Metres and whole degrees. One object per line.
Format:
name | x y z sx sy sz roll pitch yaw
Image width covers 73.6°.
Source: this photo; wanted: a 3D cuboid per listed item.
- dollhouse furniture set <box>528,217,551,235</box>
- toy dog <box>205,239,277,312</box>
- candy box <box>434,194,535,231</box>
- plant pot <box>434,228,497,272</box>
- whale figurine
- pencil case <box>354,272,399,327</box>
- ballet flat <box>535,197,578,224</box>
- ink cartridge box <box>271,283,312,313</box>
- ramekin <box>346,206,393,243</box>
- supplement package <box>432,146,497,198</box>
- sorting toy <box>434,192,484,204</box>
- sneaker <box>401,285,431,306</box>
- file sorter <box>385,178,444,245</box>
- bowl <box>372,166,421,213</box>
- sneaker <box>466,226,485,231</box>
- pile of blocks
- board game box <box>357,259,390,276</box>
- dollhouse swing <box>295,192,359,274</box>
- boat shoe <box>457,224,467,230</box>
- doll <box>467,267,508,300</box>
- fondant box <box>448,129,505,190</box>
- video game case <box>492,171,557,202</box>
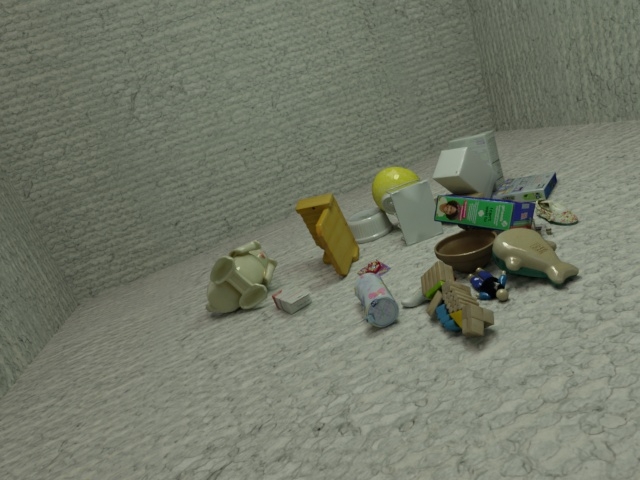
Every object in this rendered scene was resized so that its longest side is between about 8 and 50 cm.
dollhouse furniture set | 0.842 -0.041 1.663 0.091 0.081 0.114 -9 19 35
toy dog | -0.387 0.187 2.187 0.395 0.284 0.408 -54 4 24
candy box | 0.680 -0.115 1.771 0.317 0.122 0.268 10 9 42
plant pot | 0.567 0.052 1.644 0.237 0.110 0.237 -19 15 5
whale figurine | 0.705 0.072 1.429 0.216 0.141 0.272 -23 40 -22
pencil case | 0.199 0.213 1.564 0.124 0.113 0.273 -43 14 8
ballet flat | 0.975 -0.126 1.792 0.091 0.077 0.241 -20 16 -2
ink cartridge box | -0.119 0.260 1.884 0.115 0.067 0.198 -28 16 -24
ramekin | 0.271 -0.093 2.462 0.272 0.127 0.273 -18 16 5
supplement package | 0.783 -0.350 2.310 0.177 0.292 0.175 5 72 56
sorting toy | 0.685 -0.174 2.253 0.257 0.090 0.255 -20 13 -30
sneaker | 0.358 0.192 1.529 0.152 0.061 0.054 -19 17 9
file sorter | 0.463 -0.147 2.144 0.192 0.278 0.173 -20 12 1
bowl | 0.405 -0.234 2.309 0.289 0.290 0.156 -10 35 31
sneaker | 0.671 -0.025 1.825 0.081 0.080 0.211 -15 17 23
pile of blocks | 0.432 0.207 1.353 0.112 0.149 0.362 20 21 -16
board game box | 0.237 0.124 1.954 0.133 0.033 0.168 -23 16 -9
dollhouse swing | 0.000 0.000 2.121 0.315 0.347 0.305 -8 31 38
boat shoe | 0.735 -0.080 1.984 0.189 0.068 0.072 5 16 37
doll | 0.569 0.147 1.431 0.129 0.046 0.189 -40 17 6
fondant box | 0.905 -0.447 2.475 0.096 0.331 0.238 -28 17 -32
video game case | 1.047 -0.264 2.189 0.244 0.061 0.269 -4 22 42
